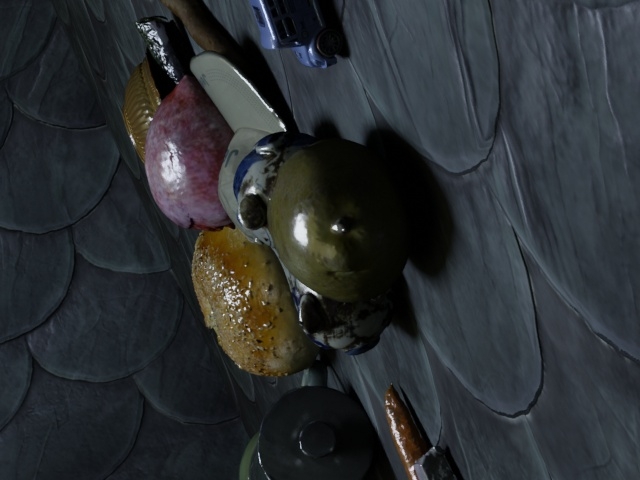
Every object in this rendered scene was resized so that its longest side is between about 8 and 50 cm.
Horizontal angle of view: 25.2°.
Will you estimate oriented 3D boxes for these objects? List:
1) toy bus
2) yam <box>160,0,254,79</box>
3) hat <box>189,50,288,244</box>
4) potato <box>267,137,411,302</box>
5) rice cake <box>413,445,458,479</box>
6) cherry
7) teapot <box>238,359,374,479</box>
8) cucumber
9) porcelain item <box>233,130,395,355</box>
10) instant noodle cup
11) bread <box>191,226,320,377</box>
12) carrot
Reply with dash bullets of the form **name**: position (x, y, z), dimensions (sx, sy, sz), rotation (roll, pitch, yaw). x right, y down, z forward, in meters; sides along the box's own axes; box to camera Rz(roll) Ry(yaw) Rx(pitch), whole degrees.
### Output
- **toy bus**: position (-0.038, -0.257, 1.516), dimensions (0.167, 0.076, 0.073), rotation (71, 167, -18)
- **yam**: position (-0.172, -0.310, 2.081), dimensions (0.045, 0.045, 0.327), rotation (32, -168, -41)
- **hat**: position (-0.122, -0.121, 1.956), dimensions (0.244, 0.149, 0.214), rotation (40, 166, 2)
- **potato**: position (0.023, -0.021, 1.526), dimensions (0.174, 0.159, 0.251), rotation (40, 180, 0)
- **rice cake**: position (0.188, 0.388, 1.821), dimensions (0.270, 0.049, 0.055), rotation (66, 170, 1)
- **cherry**: position (-0.177, -0.132, 2.142), dimensions (0.192, 0.175, 0.250), rotation (-109, 9, -60)
- **teapot**: position (-0.019, 0.326, 2.330), dimensions (0.337, 0.200, 0.271), rotation (110, 168, -71)
- **cucumber**: position (-0.223, -0.258, 2.345), dimensions (0.245, 0.067, 0.067), rotation (64, 169, -12)
- **porcelain item**: position (0.000, 0.000, 1.760), dimensions (0.288, 0.138, 0.186), rotation (63, -175, -4)
- **instant noodle cup**: position (-0.269, -0.190, 2.425), dimensions (0.274, 0.090, 0.274), rotation (-24, -90, -84)
- **bread**: position (-0.110, 0.089, 2.282), dimensions (0.305, 0.158, 0.305), rotation (59, 166, 25)
- **carrot**: position (0.129, 0.295, 1.899), dimensions (0.057, 0.057, 0.224), rotation (106, 141, -72)
